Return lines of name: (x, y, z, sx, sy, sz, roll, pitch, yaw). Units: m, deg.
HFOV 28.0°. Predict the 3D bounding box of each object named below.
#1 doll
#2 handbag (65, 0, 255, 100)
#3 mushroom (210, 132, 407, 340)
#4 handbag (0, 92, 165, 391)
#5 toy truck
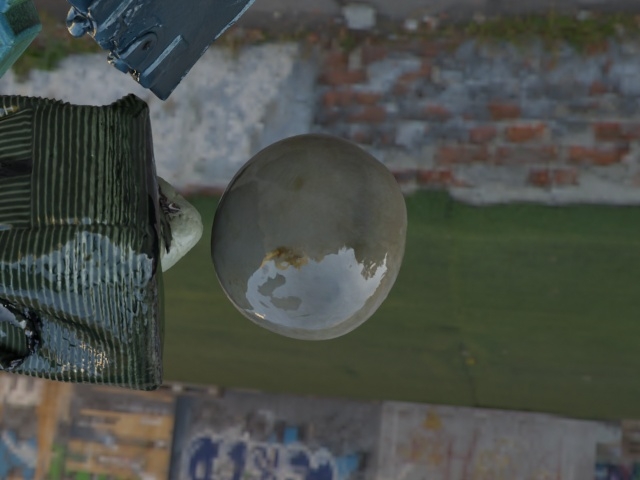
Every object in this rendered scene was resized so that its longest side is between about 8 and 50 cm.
doll: (-0.235, -0.049, 1.691, 0.149, 0.175, 0.278, 6, 162, 3)
handbag: (-0.141, -0.225, 1.149, 0.062, 0.179, 0.229, 35, 173, 16)
mushroom: (0.000, 0.000, 1.271, 0.204, 0.204, 0.204, 5, 169, 1)
handbag: (-0.276, 0.005, 1.291, 0.240, 0.247, 0.340, -1, 152, -5)
toy truck: (-0.491, -0.314, 1.808, 0.156, 0.279, 0.155, 44, -157, -7)
